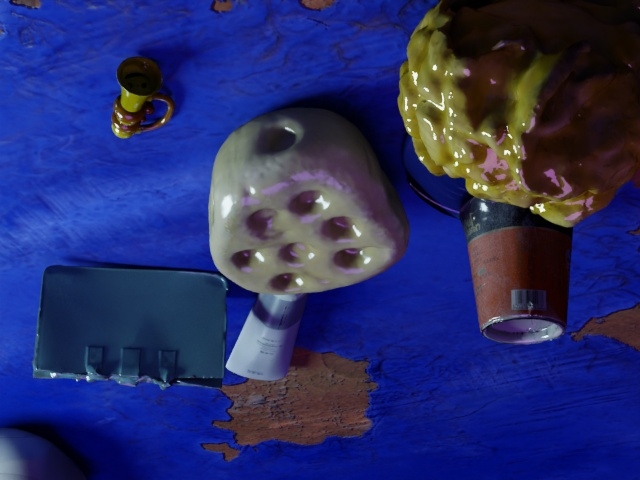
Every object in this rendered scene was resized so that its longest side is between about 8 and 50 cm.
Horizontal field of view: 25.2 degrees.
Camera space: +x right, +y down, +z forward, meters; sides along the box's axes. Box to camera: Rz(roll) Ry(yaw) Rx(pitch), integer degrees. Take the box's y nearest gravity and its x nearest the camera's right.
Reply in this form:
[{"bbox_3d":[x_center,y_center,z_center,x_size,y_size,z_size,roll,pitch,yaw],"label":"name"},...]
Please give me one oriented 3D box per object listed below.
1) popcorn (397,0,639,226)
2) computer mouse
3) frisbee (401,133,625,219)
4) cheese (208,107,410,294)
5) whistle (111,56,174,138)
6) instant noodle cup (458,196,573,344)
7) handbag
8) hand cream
[{"bbox_3d":[0.189,-0.126,1.238,0.250,0.250,0.190,1,139,3],"label":"popcorn"},{"bbox_3d":[-0.447,0.341,2.045,0.184,0.121,0.297,-18,157,10],"label":"computer mouse"},{"bbox_3d":[0.204,-0.075,1.466,0.242,0.045,0.242,3,144,2],"label":"frisbee"},{"bbox_3d":[-0.015,-0.035,1.474,0.218,0.117,0.235,19,141,-23],"label":"cheese"},{"bbox_3d":[-0.179,-0.139,1.419,0.046,0.057,0.109,49,155,12],"label":"whistle"},{"bbox_3d":[0.206,0.030,1.469,0.127,0.135,0.127,0,158,0],"label":"instant noodle cup"},{"bbox_3d":[-0.218,0.102,1.661,0.221,0.144,0.057,5,146,-5],"label":"handbag"},{"bbox_3d":[-0.058,0.106,1.742,0.079,0.048,0.255,13,147,-5],"label":"hand cream"}]
